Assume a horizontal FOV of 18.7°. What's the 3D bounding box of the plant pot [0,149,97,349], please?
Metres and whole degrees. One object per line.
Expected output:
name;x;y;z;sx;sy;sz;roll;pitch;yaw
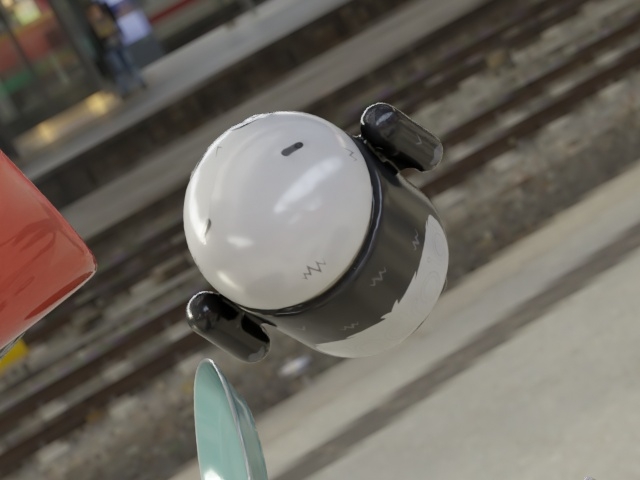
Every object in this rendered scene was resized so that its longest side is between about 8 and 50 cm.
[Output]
plant pot;-0.303;0.011;1.109;0.243;0.275;0.275;-47;12;-9

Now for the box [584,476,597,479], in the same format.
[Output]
box;0.272;0.277;1.371;0.063;0.067;0.324;-60;33;10

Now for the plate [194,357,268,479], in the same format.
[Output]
plate;-0.066;0.183;1.516;0.024;0.188;0.188;-8;3;-15

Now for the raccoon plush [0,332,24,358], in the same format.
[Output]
raccoon plush;-0.445;0.080;1.492;0.446;0.299;0.216;-47;2;-12

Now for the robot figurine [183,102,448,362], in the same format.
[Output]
robot figurine;0.000;-0.003;1.632;0.174;0.209;0.278;1;-17;29
